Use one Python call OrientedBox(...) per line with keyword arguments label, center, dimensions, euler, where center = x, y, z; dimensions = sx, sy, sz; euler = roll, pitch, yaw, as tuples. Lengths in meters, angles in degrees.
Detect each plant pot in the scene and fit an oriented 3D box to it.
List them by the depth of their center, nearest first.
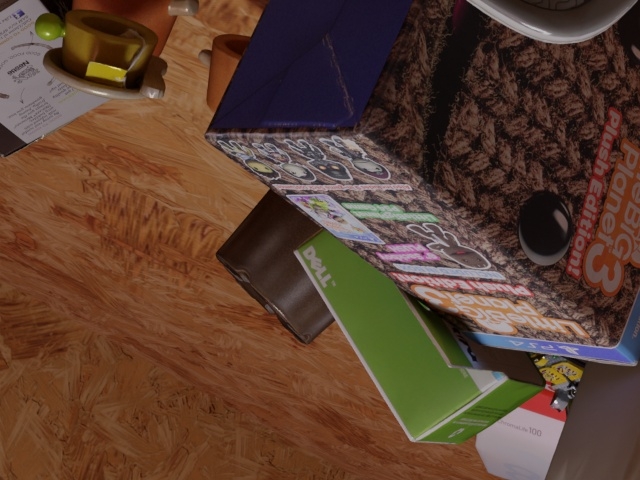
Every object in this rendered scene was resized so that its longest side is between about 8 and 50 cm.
OrientedBox(label="plant pot", center=(0.000, 0.000, 1.380), dimensions=(0.167, 0.165, 0.167), euler=(43, 173, 7))

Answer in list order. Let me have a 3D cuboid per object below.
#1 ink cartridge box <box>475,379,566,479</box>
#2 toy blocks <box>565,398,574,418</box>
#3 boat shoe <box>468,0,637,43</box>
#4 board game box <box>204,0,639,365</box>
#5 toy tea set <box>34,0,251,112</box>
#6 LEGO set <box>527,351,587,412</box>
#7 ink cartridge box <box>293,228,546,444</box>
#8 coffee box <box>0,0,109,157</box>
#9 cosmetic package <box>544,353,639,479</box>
OrientedBox(label="ink cartridge box", center=(0.360, 0.285, 1.985), dimensions=(0.308, 0.091, 0.385), euler=(17, 163, 22))
OrientedBox(label="toy blocks", center=(0.372, 0.202, 1.376), dimensions=(0.260, 0.381, 0.191), euler=(-7, 128, 7))
OrientedBox(label="boat shoe", center=(0.044, -0.215, 0.701), dimensions=(0.320, 0.118, 0.103), euler=(48, -178, 18))
OrientedBox(label="board game box", center=(0.110, -0.090, 0.922), dimensions=(0.141, 0.232, 0.291), euler=(5, 155, 48))
OrientedBox(label="toy tea set", center=(-0.050, -0.171, 1.117), dimensions=(0.336, 0.124, 0.200), euler=(10, -157, -17))
OrientedBox(label="LEGO set", center=(0.217, 0.030, 1.211), dimensions=(0.255, 0.192, 0.331), euler=(29, 163, -15))
OrientedBox(label="ink cartridge box", center=(0.057, 0.053, 1.111), dimensions=(0.189, 0.097, 0.255), euler=(58, -164, 20))
OrientedBox(label="coffee box", center=(-0.293, -0.219, 1.151), dimensions=(0.168, 0.119, 0.297), euler=(64, -176, 30))
OrientedBox(label="cosmetic package", center=(0.290, 0.059, 0.994), dimensions=(0.160, 0.309, 0.113), euler=(29, 163, -14))
